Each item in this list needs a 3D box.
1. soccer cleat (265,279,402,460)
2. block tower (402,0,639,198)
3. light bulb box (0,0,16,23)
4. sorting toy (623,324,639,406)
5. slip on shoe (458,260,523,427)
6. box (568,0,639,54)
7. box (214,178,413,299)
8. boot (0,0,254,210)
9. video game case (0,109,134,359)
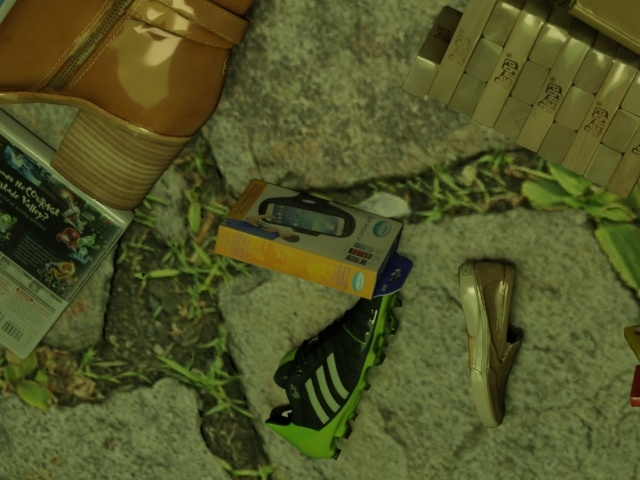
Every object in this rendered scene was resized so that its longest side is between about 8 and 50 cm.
[{"bbox_3d":[0.007,0.094,1.477,0.072,0.060,0.179,26,125,5],"label":"soccer cleat"},{"bbox_3d":[0.229,-0.080,1.291,0.335,0.091,0.097,25,121,3],"label":"block tower"},{"bbox_3d":[-0.420,-0.174,1.217,0.225,0.361,0.358,47,108,32],"label":"light bulb box"},{"bbox_3d":[0.334,0.062,1.308,0.274,0.132,0.046,-2,116,19],"label":"sorting toy"},{"bbox_3d":[0.130,0.077,1.436,0.041,0.051,0.135,-6,110,8],"label":"slip on shoe"},{"bbox_3d":[0.280,-0.162,1.211,0.201,0.021,0.164,31,84,-2],"label":"box"},{"bbox_3d":[0.000,0.000,1.414,0.136,0.081,0.028,15,120,9],"label":"box"},{"bbox_3d":[-0.186,-0.179,1.368,0.283,0.109,0.220,37,115,9],"label":"boot"},{"bbox_3d":[-0.264,-0.019,1.526,0.190,0.022,0.173,38,123,-4],"label":"video game case"}]
